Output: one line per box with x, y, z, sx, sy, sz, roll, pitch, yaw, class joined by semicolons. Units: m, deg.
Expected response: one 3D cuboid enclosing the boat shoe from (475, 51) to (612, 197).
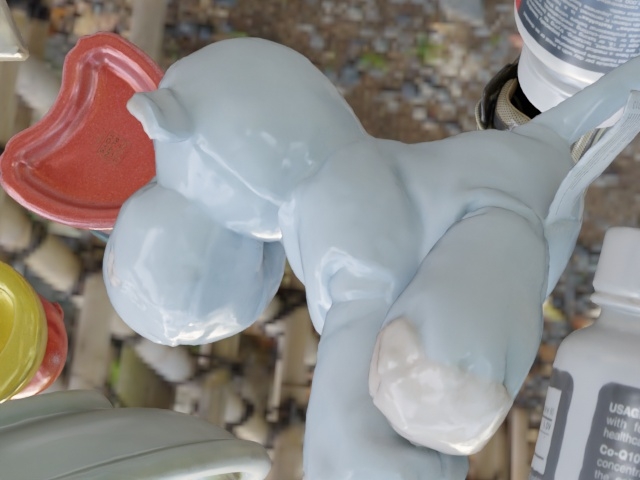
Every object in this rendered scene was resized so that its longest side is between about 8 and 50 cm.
0.207;-0.119;1.571;0.130;0.132;0.355;11;118;-42;boat shoe

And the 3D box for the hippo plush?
0.000;0.000;0.826;0.237;0.234;0.294;28;111;4;hippo plush

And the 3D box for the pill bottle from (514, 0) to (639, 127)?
0.171;-0.153;0.935;0.108;0.108;0.180;6;142;-3;pill bottle

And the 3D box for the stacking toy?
-0.246;-0.040;1.300;0.279;0.309;0.130;43;-178;17;stacking toy

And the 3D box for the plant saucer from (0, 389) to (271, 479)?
-0.237;0.190;1.136;0.400;0.100;0.400;-20;166;-5;plant saucer

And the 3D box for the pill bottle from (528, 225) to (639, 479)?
0.261;0.182;1.210;0.204;0.361;0.204;13;180;0;pill bottle
